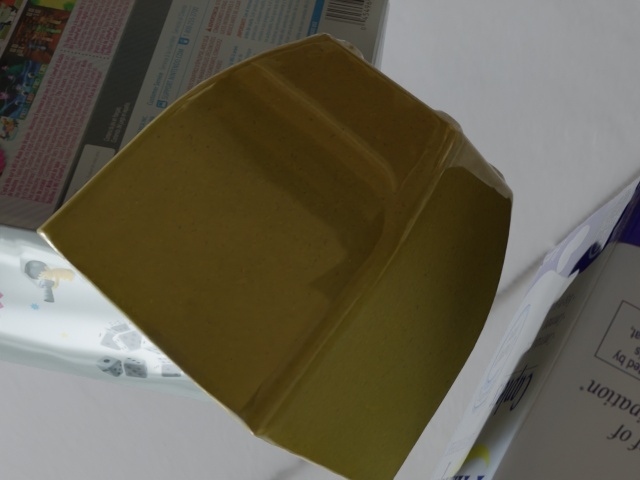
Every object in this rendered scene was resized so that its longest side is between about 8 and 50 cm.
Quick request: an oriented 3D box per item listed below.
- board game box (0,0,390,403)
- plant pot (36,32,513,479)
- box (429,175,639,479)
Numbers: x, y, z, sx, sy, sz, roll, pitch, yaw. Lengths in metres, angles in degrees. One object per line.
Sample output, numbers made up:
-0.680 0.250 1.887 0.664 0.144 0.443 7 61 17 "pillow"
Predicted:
-0.132 -0.055 0.784 0.303 0.097 0.224 11 -134 2 "board game box"
0.000 0.000 0.399 0.081 0.081 0.083 40 -89 29 "plant pot"
0.071 0.065 0.420 0.072 0.126 0.137 28 -100 2 "box"
